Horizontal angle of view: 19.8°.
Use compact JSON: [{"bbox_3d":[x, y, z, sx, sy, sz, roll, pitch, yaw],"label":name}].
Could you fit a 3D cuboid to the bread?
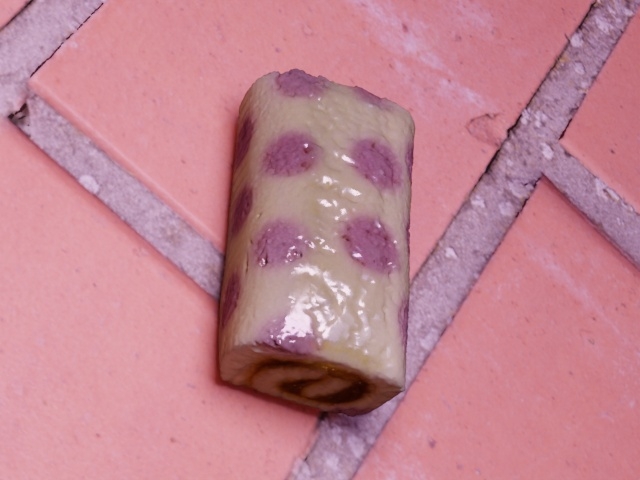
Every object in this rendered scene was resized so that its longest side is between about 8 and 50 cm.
[{"bbox_3d":[0.000,0.000,1.858,0.187,0.155,0.338,19,54,-20],"label":"bread"}]
